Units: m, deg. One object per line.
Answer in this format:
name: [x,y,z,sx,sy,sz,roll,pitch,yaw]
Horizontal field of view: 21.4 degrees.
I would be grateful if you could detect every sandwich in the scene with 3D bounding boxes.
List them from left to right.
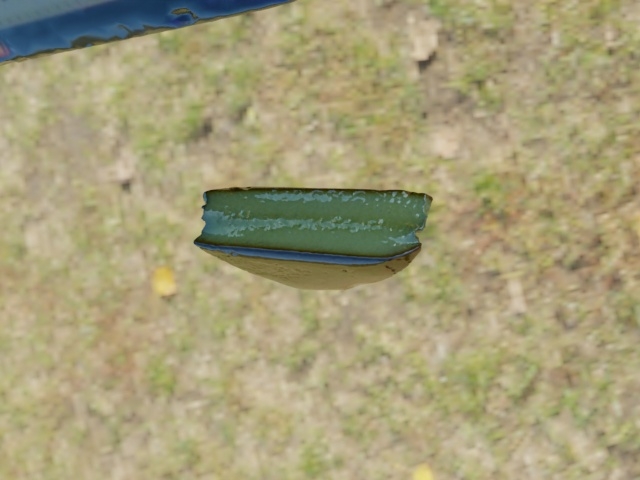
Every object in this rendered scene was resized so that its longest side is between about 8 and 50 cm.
sandwich: [0.000,0.000,0.611,0.083,0.044,0.031,4,69,13]

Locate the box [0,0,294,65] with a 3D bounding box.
box: [-0.084,-0.139,0.547,0.310,0.198,0.084,-5,127,43]
